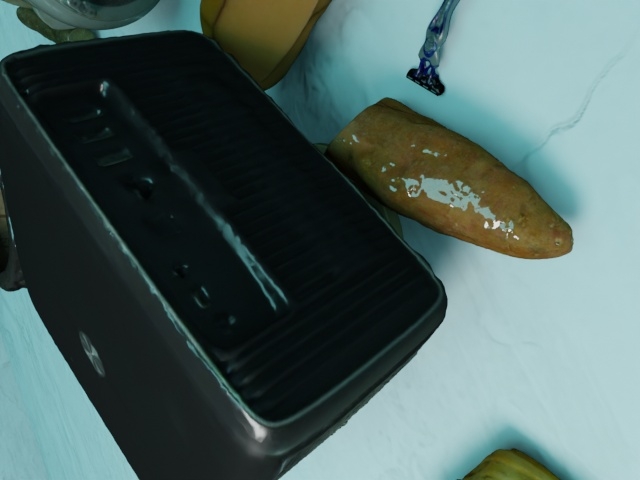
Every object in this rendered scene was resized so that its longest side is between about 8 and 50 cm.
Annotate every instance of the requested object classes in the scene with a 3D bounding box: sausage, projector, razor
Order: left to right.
[{"bbox_3d":[-0.129,0.058,0.536,0.395,0.242,0.405,49,141,18],"label":"projector"},{"bbox_3d":[-0.051,-0.265,0.520,0.241,0.120,0.136,-51,28,37],"label":"sausage"},{"bbox_3d":[0.118,-0.206,0.438,0.044,0.028,0.154,43,128,27],"label":"razor"}]

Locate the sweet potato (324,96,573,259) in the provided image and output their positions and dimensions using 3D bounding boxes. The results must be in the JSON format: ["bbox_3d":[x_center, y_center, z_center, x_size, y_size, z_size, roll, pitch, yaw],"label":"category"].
[{"bbox_3d":[0.103,-0.056,0.448,0.252,0.097,0.097,37,125,33],"label":"sweet potato"}]

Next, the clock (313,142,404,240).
[{"bbox_3d":[0.000,0.000,0.615,0.235,0.029,0.234,12,108,41],"label":"clock"}]

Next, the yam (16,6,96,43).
[{"bbox_3d":[-0.514,-0.411,0.970,0.274,0.061,0.061,32,122,35],"label":"yam"}]

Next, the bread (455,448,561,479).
[{"bbox_3d":[0.199,0.336,0.464,0.235,0.099,0.210,45,129,26],"label":"bread"}]

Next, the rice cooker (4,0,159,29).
[{"bbox_3d":[-0.355,-0.434,0.668,0.317,0.264,0.316,26,131,35],"label":"rice cooker"}]

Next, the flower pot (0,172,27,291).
[{"bbox_3d":[-0.381,-0.077,0.790,0.267,0.267,0.266,15,112,42],"label":"flower pot"}]
